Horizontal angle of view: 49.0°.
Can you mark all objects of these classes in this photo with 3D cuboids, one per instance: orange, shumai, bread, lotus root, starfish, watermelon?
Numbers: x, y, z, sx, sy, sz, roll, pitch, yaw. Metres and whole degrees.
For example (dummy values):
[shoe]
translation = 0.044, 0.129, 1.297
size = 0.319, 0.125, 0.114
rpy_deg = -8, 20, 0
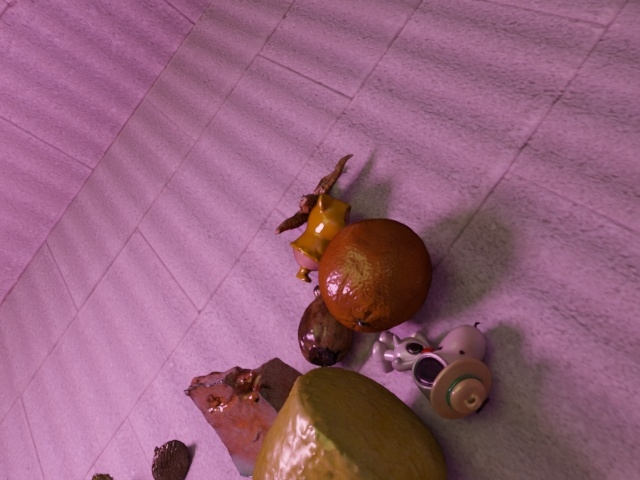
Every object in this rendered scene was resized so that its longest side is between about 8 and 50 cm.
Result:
[orange]
translation = 0.120, 0.080, 1.560
size = 0.264, 0.264, 0.264
rpy_deg = -25, 49, 33
[shumai]
translation = -0.415, 0.598, 1.904
size = 0.087, 0.098, 0.124
rpy_deg = -10, 55, 61
[bread]
translation = 0.043, 0.440, 1.363
size = 0.308, 0.348, 0.348
rpy_deg = -57, 38, 19
[lotus root]
translation = 0.014, 0.202, 1.690
size = 0.138, 0.138, 0.214
rpy_deg = -23, 50, 35
[starfish]
translation = -0.025, -0.099, 1.895
size = 0.299, 0.060, 0.302
rpy_deg = -44, 2, 26
[watermelon]
translation = -0.133, 0.399, 1.665
size = 0.264, 0.302, 0.151
rpy_deg = -26, 11, 34

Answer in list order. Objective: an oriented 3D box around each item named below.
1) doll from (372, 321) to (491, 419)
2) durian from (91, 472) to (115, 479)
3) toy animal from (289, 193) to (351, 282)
[doll]
translation = 0.223, 0.269, 1.441
size = 0.271, 0.144, 0.208
rpy_deg = -14, 35, 36
[durian]
translation = -0.544, 0.771, 1.830
size = 0.163, 0.198, 0.394
rpy_deg = -47, 39, 14
[toy animal]
translation = 0.000, -0.001, 1.822
size = 0.156, 0.156, 0.230
rpy_deg = 19, 85, 50
